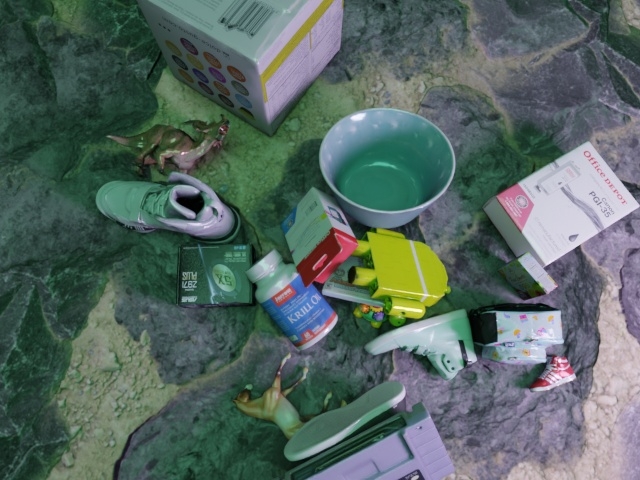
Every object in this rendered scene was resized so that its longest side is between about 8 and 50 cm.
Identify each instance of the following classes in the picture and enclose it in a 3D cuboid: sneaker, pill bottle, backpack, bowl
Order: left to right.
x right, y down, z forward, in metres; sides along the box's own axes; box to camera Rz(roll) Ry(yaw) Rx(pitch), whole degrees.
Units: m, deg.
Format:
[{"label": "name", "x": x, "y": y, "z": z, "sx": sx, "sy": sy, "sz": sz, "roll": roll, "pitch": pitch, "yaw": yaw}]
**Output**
[{"label": "sneaker", "x": -0.380, "y": -0.093, "z": 1.241, "sx": 0.366, "sy": 0.210, "sz": 0.137, "roll": 13, "pitch": 76, "yaw": 3}, {"label": "pill bottle", "x": -0.072, "y": 0.132, "z": 1.205, "sx": 0.124, "sy": 0.124, "sz": 0.221, "roll": -40, "pitch": 96, "yaw": -9}, {"label": "sneaker", "x": 0.073, "y": 0.437, "z": 1.134, "sx": 0.296, "sy": 0.104, "sz": 0.146, "roll": -23, "pitch": 106, "yaw": -17}, {"label": "bowl", "x": 0.150, "y": -0.151, "z": 1.258, "sx": 0.312, "sy": 0.163, "sz": 0.311, "roll": 1, "pitch": 59, "yaw": -1}, {"label": "sneaker", "x": 0.239, "y": 0.263, "z": 1.215, "sx": 0.256, "sy": 0.094, "sz": 0.151, "roll": -16, "pitch": 80, "yaw": -2}, {"label": "backpack", "x": 0.451, "y": 0.210, "z": 1.190, "sx": 0.189, "sy": 0.166, "sz": 0.144, "roll": -9, "pitch": 78, "yaw": 1}, {"label": "sneaker", "x": 0.535, "y": 0.311, "z": 1.229, "sx": 0.119, "sy": 0.042, "sz": 0.067, "roll": -17, "pitch": 81, "yaw": -12}]

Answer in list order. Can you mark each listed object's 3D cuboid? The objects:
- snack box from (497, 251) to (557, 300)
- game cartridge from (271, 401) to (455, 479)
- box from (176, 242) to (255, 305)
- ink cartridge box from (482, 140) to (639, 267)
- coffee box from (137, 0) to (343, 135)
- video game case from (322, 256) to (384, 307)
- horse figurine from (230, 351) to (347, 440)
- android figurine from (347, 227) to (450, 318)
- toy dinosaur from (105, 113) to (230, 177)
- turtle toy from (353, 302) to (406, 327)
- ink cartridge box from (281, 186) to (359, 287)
[{"label": "snack box", "x": 0.485, "y": 0.087, "z": 1.232, "sx": 0.037, "sy": 0.141, "sz": 0.100, "roll": -36, "pitch": 79, "yaw": -7}, {"label": "game cartridge", "x": 0.098, "y": 0.500, "z": 1.097, "sx": 0.355, "sy": 0.068, "sz": 0.230, "roll": -28, "pitch": 119, "yaw": -1}, {"label": "box", "x": -0.250, "y": 0.086, "z": 1.266, "sx": 0.180, "sy": 0.077, "sz": 0.147, "roll": -1, "pitch": 77, "yaw": 0}, {"label": "ink cartridge box", "x": 0.584, "y": -0.083, "z": 1.285, "sx": 0.283, "sy": 0.117, "sz": 0.207, "roll": -31, "pitch": 78, "yaw": -7}, {"label": "coffee box", "x": -0.173, "y": -0.533, "z": 1.284, "sx": 0.338, "sy": 0.334, "sz": 0.338, "roll": 33, "pitch": 77, "yaw": 9}, {"label": "video game case", "x": 0.096, "y": 0.091, "z": 1.248, "sx": 0.157, "sy": 0.019, "sz": 0.143, "roll": 11, "pitch": 42, "yaw": 9}, {"label": "horse figurine", "x": -0.056, "y": 0.389, "z": 1.200, "sx": 0.263, "sy": 0.066, "sz": 0.174, "roll": 39, "pitch": 74, "yaw": 11}, {"label": "android figurine", "x": 0.186, "y": 0.070, "z": 1.226, "sx": 0.273, "sy": 0.056, "sz": 0.248, "roll": 10, "pitch": 46, "yaw": -23}, {"label": "toy dinosaur", "x": -0.373, "y": -0.248, "z": 1.327, "sx": 0.296, "sy": 0.127, "sz": 0.200, "roll": 17, "pitch": 77, "yaw": 8}, {"label": "turtle toy", "x": 0.146, "y": 0.161, "z": 1.253, "sx": 0.130, "sy": 0.066, "sz": 0.095, "roll": 31, "pitch": 78, "yaw": 7}, {"label": "ink cartridge box", "x": 0.000, "y": 0.000, "z": 1.203, "sx": 0.134, "sy": 0.078, "sz": 0.231, "roll": -48, "pitch": 39, "yaw": 22}]
